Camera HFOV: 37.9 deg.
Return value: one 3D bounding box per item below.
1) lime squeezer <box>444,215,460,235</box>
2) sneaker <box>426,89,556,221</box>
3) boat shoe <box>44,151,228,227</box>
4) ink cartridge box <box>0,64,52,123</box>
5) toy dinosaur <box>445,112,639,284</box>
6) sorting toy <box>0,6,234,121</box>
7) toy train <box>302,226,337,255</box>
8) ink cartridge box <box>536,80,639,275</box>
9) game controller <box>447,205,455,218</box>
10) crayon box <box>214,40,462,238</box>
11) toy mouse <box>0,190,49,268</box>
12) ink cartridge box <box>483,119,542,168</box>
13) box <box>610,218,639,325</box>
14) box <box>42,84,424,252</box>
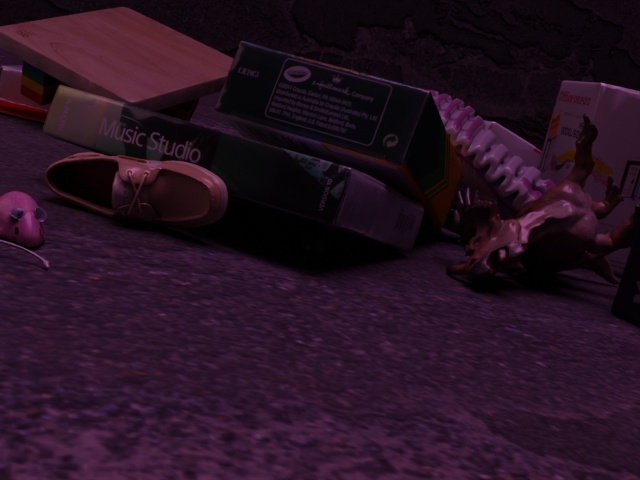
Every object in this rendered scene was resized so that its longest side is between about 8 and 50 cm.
[{"bbox_3d":[0.079,-0.093,1.228,0.110,0.059,0.310,-26,52,-20],"label":"lime squeezer"},{"bbox_3d":[0.183,-0.085,1.150,0.236,0.104,0.095,45,35,6],"label":"sneaker"},{"bbox_3d":[-0.165,-0.042,0.812,0.170,0.063,0.059,8,11,22],"label":"boat shoe"},{"bbox_3d":[-0.346,-0.203,1.390,0.275,0.060,0.239,13,10,-5],"label":"ink cartridge box"},{"bbox_3d":[0.244,-0.007,1.022,0.295,0.200,0.127,37,26,-60],"label":"toy dinosaur"},{"bbox_3d":[-0.279,-0.232,1.325,0.257,0.089,0.255,29,32,22],"label":"sorting toy"},{"bbox_3d":[0.000,0.000,0.892,0.023,0.017,0.083,-1,9,9],"label":"toy train"},{"bbox_3d":[0.394,-0.085,1.253,0.168,0.233,0.171,13,10,-6],"label":"ink cartridge box"},{"bbox_3d":[0.149,-0.074,1.397,0.166,0.067,0.319,24,4,-33],"label":"game controller"},{"bbox_3d":[0.039,-0.100,1.030,0.203,0.083,0.323,18,-7,18],"label":"crayon box"},{"bbox_3d":[-0.238,-0.017,0.651,0.143,0.031,0.161,20,12,29],"label":"toy mouse"},{"bbox_3d":[0.265,-0.112,1.454,0.172,0.100,0.237,29,3,-17],"label":"ink cartridge box"},{"bbox_3d":[0.383,0.025,0.889,0.093,0.156,0.158,9,12,-29],"label":"box"},{"bbox_3d":[-0.078,-0.069,0.932,0.322,0.059,0.232,16,-1,22],"label":"box"}]
